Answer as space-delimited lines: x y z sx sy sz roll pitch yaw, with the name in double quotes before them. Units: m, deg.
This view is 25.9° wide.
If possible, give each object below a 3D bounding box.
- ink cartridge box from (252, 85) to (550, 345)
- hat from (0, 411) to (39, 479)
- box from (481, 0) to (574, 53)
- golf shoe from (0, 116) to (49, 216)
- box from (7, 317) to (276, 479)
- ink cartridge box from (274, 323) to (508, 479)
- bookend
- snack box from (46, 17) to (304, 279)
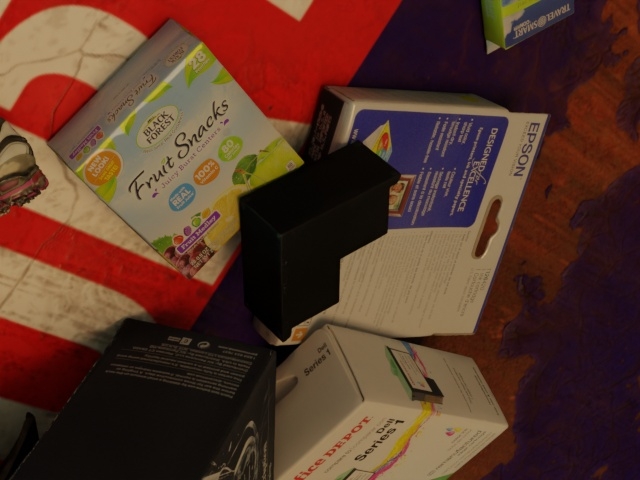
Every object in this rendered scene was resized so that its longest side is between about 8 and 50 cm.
"ink cartridge box" 0.095 -0.026 1.613 0.307 0.072 0.304 -1 117 -40
"hat" -0.396 0.306 1.372 0.134 0.331 0.331 22 108 0
"box" 0.229 -0.298 1.554 0.109 0.042 0.178 -29 132 -21
"golf shoe" -0.344 -0.041 1.257 0.186 0.067 0.086 -29 91 -6
"box" -0.177 0.316 1.431 0.312 0.178 0.343 -59 156 -53
"ink cartridge box" 0.055 0.221 1.663 0.278 0.117 0.201 17 127 -46
"bookend" 0.000 0.000 1.463 0.157 0.072 0.156 -28 140 -26
"snack box" -0.139 -0.086 1.378 0.174 0.070 0.207 -47 135 -3
